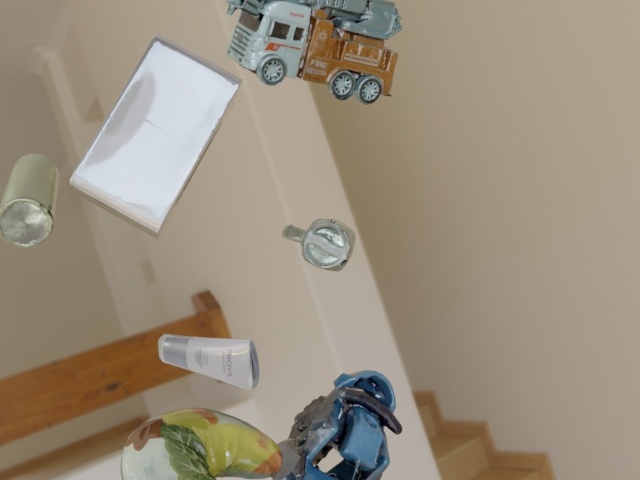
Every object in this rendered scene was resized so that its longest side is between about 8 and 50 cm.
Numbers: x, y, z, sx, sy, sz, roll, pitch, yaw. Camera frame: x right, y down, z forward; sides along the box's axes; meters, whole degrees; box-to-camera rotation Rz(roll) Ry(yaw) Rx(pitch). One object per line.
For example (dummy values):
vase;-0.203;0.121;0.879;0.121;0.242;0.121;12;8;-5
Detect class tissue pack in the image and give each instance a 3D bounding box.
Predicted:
tissue pack;-0.235;-0.145;1.028;0.246;0.136;0.159;-62;10;-9

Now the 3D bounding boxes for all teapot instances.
teapot;0.000;0.000;1.107;0.107;0.077;0.200;21;1;3

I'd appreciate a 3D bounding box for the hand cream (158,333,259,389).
hand cream;-0.188;0.195;1.199;0.048;0.079;0.255;-11;8;-43

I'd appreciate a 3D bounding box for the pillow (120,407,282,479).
pillow;-0.120;0.284;0.817;0.214;0.086;0.233;12;25;-33

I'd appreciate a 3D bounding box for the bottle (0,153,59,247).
bottle;-0.414;-0.062;1.016;0.072;0.072;0.201;-18;28;-9

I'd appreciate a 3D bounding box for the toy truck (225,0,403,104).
toy truck;-0.018;-0.365;1.263;0.338;0.184;0.133;4;25;-32

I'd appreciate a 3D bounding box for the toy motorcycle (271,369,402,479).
toy motorcycle;0.042;0.349;1.123;0.232;0.172;0.416;-49;19;11
